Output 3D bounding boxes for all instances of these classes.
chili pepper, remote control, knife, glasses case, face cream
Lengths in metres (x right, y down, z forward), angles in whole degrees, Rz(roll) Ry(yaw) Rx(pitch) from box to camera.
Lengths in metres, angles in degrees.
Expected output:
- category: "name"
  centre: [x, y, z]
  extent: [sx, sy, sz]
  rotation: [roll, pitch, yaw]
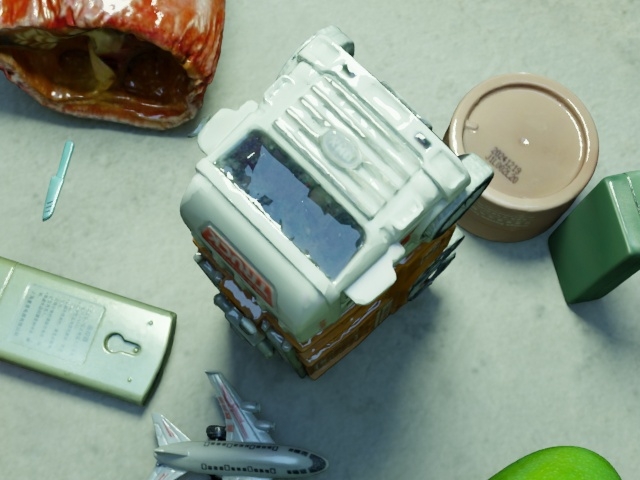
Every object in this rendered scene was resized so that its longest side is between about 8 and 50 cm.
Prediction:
- category: "chili pepper"
  centre: [-0.222, -0.288, 0.973]
  extent: [0.251, 0.229, 0.305]
  rotation: [3, 71, -18]
- category: "remote control"
  centre: [-0.262, 0.083, 0.950]
  extent: [0.234, 0.038, 0.098]
  rotation: [17, 73, 2]
- category: "knife"
  centre: [-0.276, -0.063, 1.012]
  extent: [0.014, 0.005, 0.091]
  rotation: [12, 73, 0]
- category: "glasses case"
  centre: [0.268, 0.001, 0.917]
  extent: [0.039, 0.184, 0.077]
  rotation: [-11, 73, -7]
- category: "face cream"
  centre: [0.196, -0.082, 0.983]
  extent: [0.149, 0.104, 0.149]
  rotation: [1, 72, -2]

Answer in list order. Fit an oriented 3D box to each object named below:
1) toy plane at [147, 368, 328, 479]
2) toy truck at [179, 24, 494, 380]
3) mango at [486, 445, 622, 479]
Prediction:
- category: "toy plane"
  centre: [-0.078, 0.205, 0.904]
  extent: [0.171, 0.065, 0.162]
  rotation: [5, 72, -2]
- category: "toy truck"
  centre: [0.000, 0.000, 0.809]
  extent: [0.207, 0.387, 0.173]
  rotation: [-44, 79, -8]
- category: "mango"
  centre: [0.141, 0.321, 0.801]
  extent: [0.201, 0.225, 0.382]
  rotation: [28, 53, 23]
